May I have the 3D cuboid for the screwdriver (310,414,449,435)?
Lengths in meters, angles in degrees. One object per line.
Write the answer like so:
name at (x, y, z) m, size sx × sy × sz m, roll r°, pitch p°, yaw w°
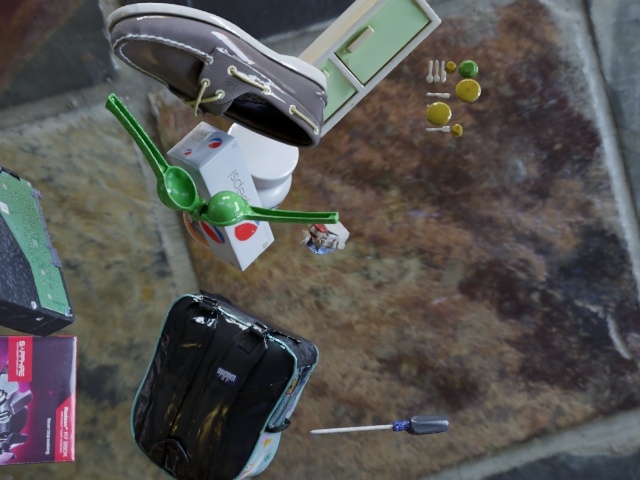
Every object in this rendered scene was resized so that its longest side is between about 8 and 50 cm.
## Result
screwdriver at (0.071, 0.215, 1.000) m, size 0.170 × 0.025 × 0.024 m, roll 0°, pitch 95°, yaw -23°

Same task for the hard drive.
hard drive at (-0.458, -0.016, 1.111) m, size 0.064 × 0.339 × 0.236 m, roll -27°, pitch 68°, yaw 11°

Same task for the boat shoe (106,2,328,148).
boat shoe at (-0.122, -0.202, 1.114) m, size 0.324 × 0.117 × 0.096 m, roll 16°, pitch 66°, yaw -41°

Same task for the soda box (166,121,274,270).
soda box at (-0.136, -0.057, 1.223) m, size 0.069 × 0.216 × 0.074 m, roll 28°, pitch 62°, yaw 33°

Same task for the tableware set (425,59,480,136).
tableware set at (0.255, -0.275, 1.682) m, size 0.104 × 0.024 × 0.154 m, roll 1°, pitch 78°, yaw 8°

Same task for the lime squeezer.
lime squeezer at (-0.133, -0.069, 1.087) m, size 0.310 × 0.059 × 0.110 m, roll 28°, pitch 117°, yaw -6°

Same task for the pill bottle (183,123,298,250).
pill bottle at (-0.147, -0.100, 1.615) m, size 0.162 × 0.278 × 0.162 m, roll 10°, pitch 60°, yaw -18°

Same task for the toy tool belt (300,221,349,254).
toy tool belt at (0.000, 0.000, 1.129) m, size 0.052 × 0.083 × 0.051 m, roll 46°, pitch 109°, yaw 18°

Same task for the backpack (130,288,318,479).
backpack at (-0.105, 0.166, 0.940) m, size 0.166 × 0.144 × 0.188 m, roll 25°, pitch 89°, yaw 16°

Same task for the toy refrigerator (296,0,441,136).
toy refrigerator at (0.055, -0.299, 1.408) m, size 0.269 × 0.094 × 0.102 m, roll -43°, pitch 116°, yaw 6°

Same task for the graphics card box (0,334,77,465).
graphics card box at (-0.619, 0.281, 1.534) m, size 0.371 × 0.094 × 0.232 m, roll 5°, pitch 78°, yaw -29°
